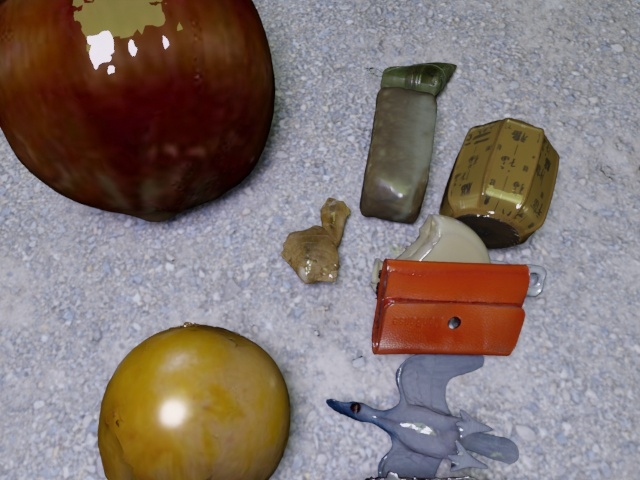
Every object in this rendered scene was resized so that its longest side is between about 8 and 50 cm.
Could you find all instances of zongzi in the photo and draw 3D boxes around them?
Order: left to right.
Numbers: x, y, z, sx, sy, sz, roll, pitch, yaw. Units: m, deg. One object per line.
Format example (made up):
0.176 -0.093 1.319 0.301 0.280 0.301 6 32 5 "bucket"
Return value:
0.171 -0.318 0.915 0.154 0.062 0.130 15 46 25 "zongzi"

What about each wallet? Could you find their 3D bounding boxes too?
0.177 0.096 0.657 0.204 0.045 0.142 3 110 -8 "wallet"

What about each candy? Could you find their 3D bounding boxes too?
0.131 -0.144 0.801 0.104 0.102 0.234 9 66 5 "candy"

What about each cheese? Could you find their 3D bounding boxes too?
0.208 0.065 0.715 0.249 0.071 0.163 27 98 -12 "cheese"

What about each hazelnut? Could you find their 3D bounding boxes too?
-0.273 -0.234 0.732 0.421 0.353 0.421 1 86 -16 "hazelnut"

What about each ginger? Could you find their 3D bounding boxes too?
-0.009 -0.001 0.767 0.096 0.067 0.165 10 54 6 "ginger"

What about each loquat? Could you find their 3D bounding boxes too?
-0.150 0.219 0.590 0.235 0.235 0.235 -1 67 2 "loquat"

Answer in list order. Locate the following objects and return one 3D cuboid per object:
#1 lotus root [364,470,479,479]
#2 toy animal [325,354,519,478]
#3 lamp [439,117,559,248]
0.073 0.362 0.566 0.329 0.078 0.167 -22 76 13 "lotus root"
0.145 0.250 0.647 0.255 0.176 0.239 28 70 -23 "toy animal"
0.278 -0.088 0.745 0.161 0.161 0.185 21 70 11 "lamp"
